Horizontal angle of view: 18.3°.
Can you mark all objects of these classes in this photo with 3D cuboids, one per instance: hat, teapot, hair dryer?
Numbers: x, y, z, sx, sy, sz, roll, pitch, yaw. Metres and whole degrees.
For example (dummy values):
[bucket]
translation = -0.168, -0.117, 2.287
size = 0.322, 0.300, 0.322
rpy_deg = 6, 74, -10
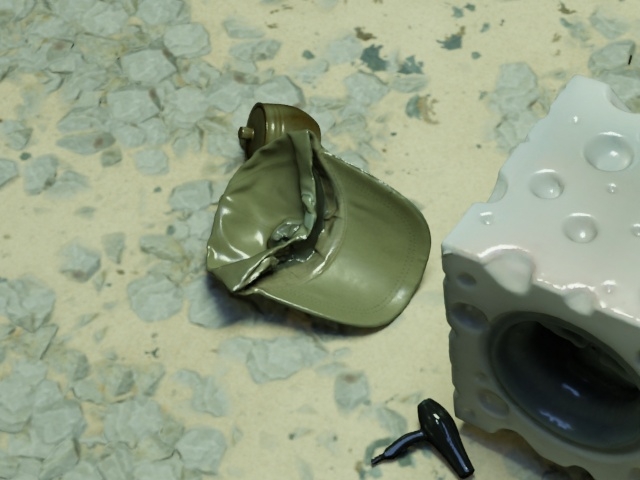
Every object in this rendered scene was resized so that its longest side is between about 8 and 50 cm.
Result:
[hat]
translation = 0.000, 0.000, 1.888
size = 0.166, 0.173, 0.144
rpy_deg = -62, 28, -2
[teapot]
translation = -0.047, -0.078, 1.954
size = 0.080, 0.085, 0.110
rpy_deg = 6, 83, -21
[hair dryer]
translation = 0.088, 0.190, 1.781
size = 0.083, 0.031, 0.079
rpy_deg = -29, 68, 0

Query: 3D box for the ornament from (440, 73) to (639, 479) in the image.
[ornament]
translation = 0.268, 0.047, 1.711
size = 0.240, 0.239, 0.240
rpy_deg = 23, 54, 25
